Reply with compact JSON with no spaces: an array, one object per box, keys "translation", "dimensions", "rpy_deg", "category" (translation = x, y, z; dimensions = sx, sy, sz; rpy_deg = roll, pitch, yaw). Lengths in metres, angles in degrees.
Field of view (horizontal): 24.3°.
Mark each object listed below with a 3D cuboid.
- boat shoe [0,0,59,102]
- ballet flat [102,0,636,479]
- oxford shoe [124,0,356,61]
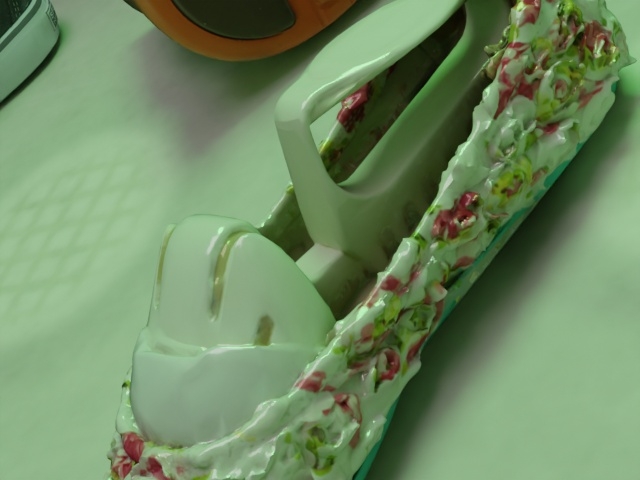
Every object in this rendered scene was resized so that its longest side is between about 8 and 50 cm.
[{"translation":[-0.224,-0.053,0.679],"dimensions":[0.228,0.076,0.080],"rpy_deg":[-41,34,-5],"category":"boat shoe"},{"translation":[0.000,0.000,0.416],"dimensions":[0.091,0.077,0.241],"rpy_deg":[10,57,47],"category":"ballet flat"},{"translation":[0.044,-0.229,0.603],"dimensions":[0.364,0.130,0.133],"rpy_deg":[-41,28,-5],"category":"oxford shoe"}]
